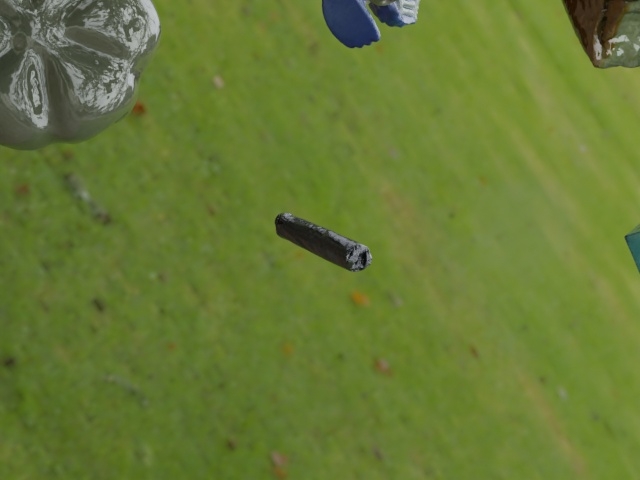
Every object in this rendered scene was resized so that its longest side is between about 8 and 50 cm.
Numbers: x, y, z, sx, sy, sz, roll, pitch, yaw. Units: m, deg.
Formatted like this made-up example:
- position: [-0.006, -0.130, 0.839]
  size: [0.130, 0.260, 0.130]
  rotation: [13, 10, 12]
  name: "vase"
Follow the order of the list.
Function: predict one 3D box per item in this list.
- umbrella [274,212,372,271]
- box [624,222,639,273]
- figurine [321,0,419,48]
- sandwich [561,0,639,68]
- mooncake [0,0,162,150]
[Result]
- position: [-0.001, -0.001, 1.827]
  size: [0.133, 0.031, 0.036]
  rotation: [24, -26, 46]
  name: "umbrella"
- position: [0.333, 0.028, 1.487]
  size: [0.229, 0.041, 0.162]
  rotation: [-34, 102, -54]
  name: "box"
- position: [0.078, -0.293, 1.812]
  size: [0.121, 0.164, 0.262]
  rotation: [44, 24, 5]
  name: "figurine"
- position: [0.204, -0.224, 1.332]
  size: [0.245, 0.063, 0.212]
  rotation: [139, -48, -72]
  name: "sandwich"
- position: [-0.318, -0.233, 2.069]
  size: [0.275, 0.275, 0.135]
  rotation: [56, -4, -5]
  name: "mooncake"
